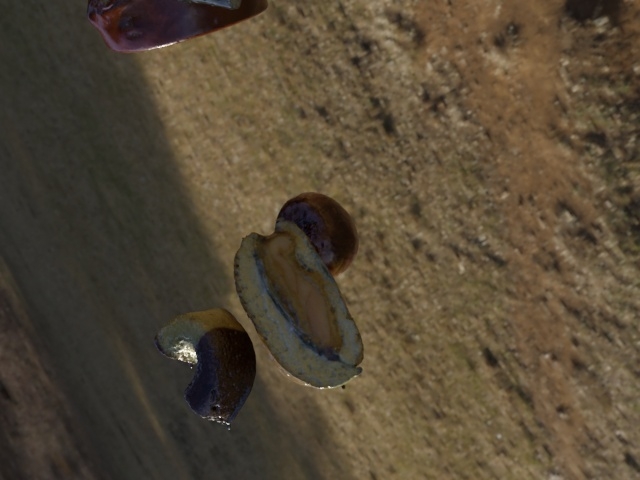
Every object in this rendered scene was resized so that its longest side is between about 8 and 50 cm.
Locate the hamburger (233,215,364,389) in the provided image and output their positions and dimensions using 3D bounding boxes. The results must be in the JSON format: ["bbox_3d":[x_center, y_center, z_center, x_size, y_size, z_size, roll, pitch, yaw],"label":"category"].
[{"bbox_3d":[-0.030,0.147,1.615,0.330,0.162,0.209,56,170,30],"label":"hamburger"}]

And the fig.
[{"bbox_3d":[0.000,0.005,1.820,0.175,0.175,0.207,51,180,23],"label":"fig"}]

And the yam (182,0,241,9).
[{"bbox_3d":[-0.221,-0.382,1.364,0.241,0.056,0.056,17,139,23],"label":"yam"}]

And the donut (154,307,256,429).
[{"bbox_3d":[-0.197,0.193,1.569,0.085,0.141,0.217,16,-154,-50],"label":"donut"}]

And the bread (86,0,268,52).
[{"bbox_3d":[-0.255,-0.447,1.706,0.295,0.328,0.114,17,129,47],"label":"bread"}]
